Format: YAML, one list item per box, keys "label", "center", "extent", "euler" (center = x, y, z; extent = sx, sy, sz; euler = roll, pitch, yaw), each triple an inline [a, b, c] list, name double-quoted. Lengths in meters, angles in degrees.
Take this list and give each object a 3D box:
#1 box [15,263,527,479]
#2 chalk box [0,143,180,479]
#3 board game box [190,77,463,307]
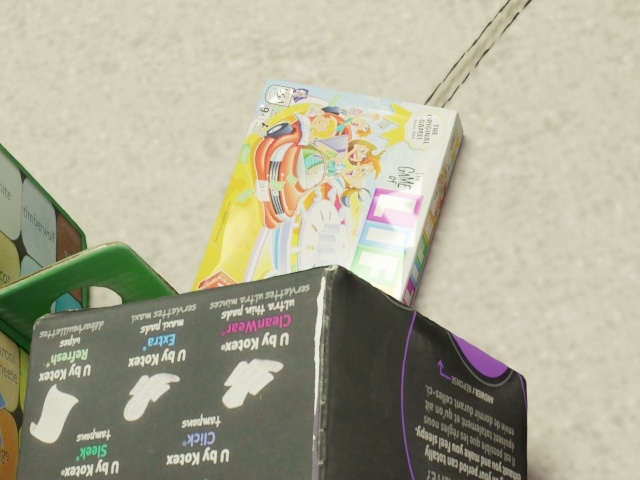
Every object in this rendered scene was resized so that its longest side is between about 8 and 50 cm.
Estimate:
- label: "box"
  center: [-0.017, 0.166, 0.534]
  extent: [0.143, 0.165, 0.270]
  euler: [-11, 65, 31]
- label: "chalk box"
  center: [-0.209, 0.057, 0.644]
  extent: [0.289, 0.180, 0.179]
  euler: [-9, 65, 12]
- label: "board game box"
  center: [0.000, 0.000, 0.701]
  extent: [0.103, 0.026, 0.154]
  euler: [11, 70, 18]
